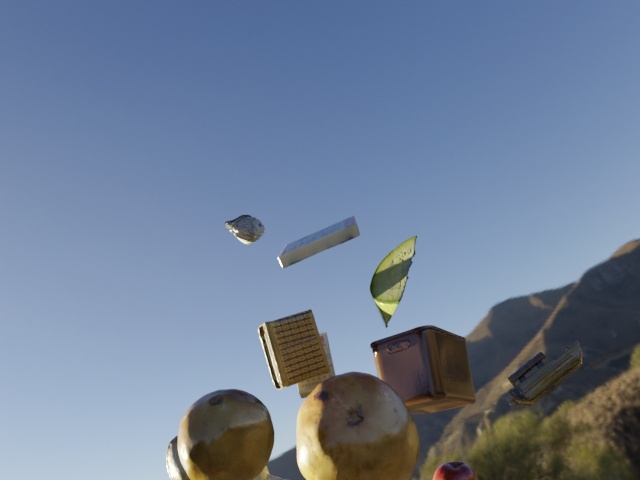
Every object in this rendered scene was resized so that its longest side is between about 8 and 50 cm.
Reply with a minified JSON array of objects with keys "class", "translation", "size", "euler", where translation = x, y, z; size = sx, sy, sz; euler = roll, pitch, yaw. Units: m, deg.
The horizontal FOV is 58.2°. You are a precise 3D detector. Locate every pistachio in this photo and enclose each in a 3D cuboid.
[{"class":"pistachio","translation":[-0.531,0.885,2.283],"size":[0.152,0.223,0.126],"euler":[-23,-23,-5]}]

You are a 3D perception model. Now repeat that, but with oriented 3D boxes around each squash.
[{"class":"squash","translation":[0.233,0.141,1.709],"size":[0.155,0.236,0.204],"euler":[42,-38,-25]}]

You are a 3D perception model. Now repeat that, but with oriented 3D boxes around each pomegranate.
[{"class":"pomegranate","translation":[-0.217,0.446,1.306],"size":[0.233,0.233,0.233],"euler":[-22,-23,-10]},{"class":"pomegranate","translation":[0.086,0.527,1.515],"size":[0.343,0.342,0.342],"euler":[-22,-23,-10]}]

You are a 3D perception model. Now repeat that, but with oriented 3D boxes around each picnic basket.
[{"class":"picnic basket","translation":[-0.098,0.372,1.950],"size":[0.176,0.227,0.313],"euler":[-16,-9,-10]}]

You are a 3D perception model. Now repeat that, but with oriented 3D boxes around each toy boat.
[{"class":"toy boat","translation":[0.542,0.321,1.401],"size":[0.226,0.088,0.068],"euler":[-40,-41,0]}]

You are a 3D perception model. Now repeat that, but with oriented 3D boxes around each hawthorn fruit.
[{"class":"hawthorn fruit","translation":[0.461,0.847,1.951],"size":[0.189,0.189,0.189],"euler":[-22,-23,-10]}]

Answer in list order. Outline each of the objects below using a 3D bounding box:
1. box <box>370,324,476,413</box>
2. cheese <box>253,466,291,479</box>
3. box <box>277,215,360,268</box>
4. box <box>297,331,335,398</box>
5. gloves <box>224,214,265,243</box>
[{"class":"box","translation":[0.351,0.446,1.934],"size":[0.240,0.229,0.339],"euler":[-22,-28,29]},{"class":"cheese","translation":[-0.160,0.657,1.559],"size":[0.235,0.127,0.050],"euler":[1,-29,33]},{"class":"box","translation":[0.000,0.000,1.874],"size":[0.265,0.048,0.273],"euler":[-23,7,6]},{"class":"box","translation":[-0.025,0.471,2.188],"size":[0.150,0.233,0.067],"euler":[-10,-41,-4]},{"class":"gloves","translation":[-0.233,-0.040,1.775],"size":[0.070,0.114,0.153],"euler":[-56,-3,17]}]
